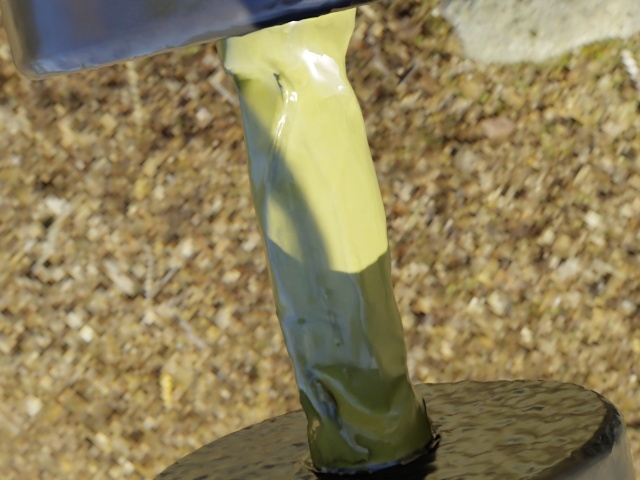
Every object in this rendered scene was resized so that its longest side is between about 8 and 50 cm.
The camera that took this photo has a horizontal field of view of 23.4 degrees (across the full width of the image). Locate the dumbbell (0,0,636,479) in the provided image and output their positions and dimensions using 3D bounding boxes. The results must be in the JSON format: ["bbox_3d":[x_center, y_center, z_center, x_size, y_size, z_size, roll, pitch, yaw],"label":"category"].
[{"bbox_3d":[0.000,0.000,0.607,0.203,0.203,0.322,-6,101,37],"label":"dumbbell"}]
